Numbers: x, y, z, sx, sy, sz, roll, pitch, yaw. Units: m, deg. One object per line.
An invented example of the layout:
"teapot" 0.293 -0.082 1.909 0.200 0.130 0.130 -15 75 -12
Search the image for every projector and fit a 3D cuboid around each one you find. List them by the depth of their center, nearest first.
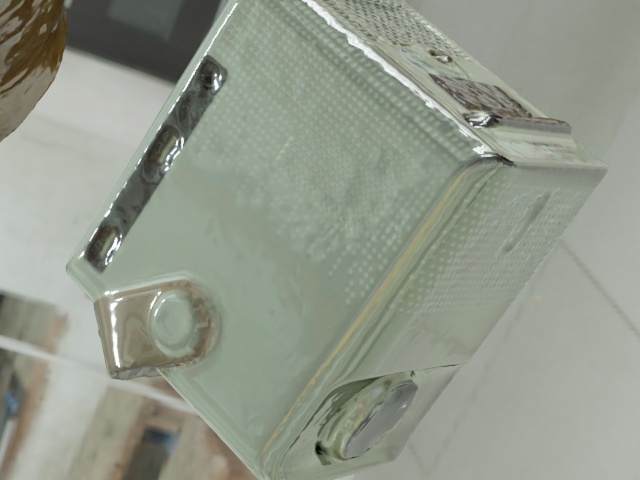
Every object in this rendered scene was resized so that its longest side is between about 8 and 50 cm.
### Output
"projector" 0.000 0.000 0.770 0.177 0.163 0.242 45 111 25

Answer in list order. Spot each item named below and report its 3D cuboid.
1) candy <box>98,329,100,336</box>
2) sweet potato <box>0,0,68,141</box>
"candy" -0.135 0.020 1.134 0.305 0.083 0.091 134 131 -63
"sweet potato" -0.095 -0.091 0.347 0.244 0.077 0.077 111 169 -70
